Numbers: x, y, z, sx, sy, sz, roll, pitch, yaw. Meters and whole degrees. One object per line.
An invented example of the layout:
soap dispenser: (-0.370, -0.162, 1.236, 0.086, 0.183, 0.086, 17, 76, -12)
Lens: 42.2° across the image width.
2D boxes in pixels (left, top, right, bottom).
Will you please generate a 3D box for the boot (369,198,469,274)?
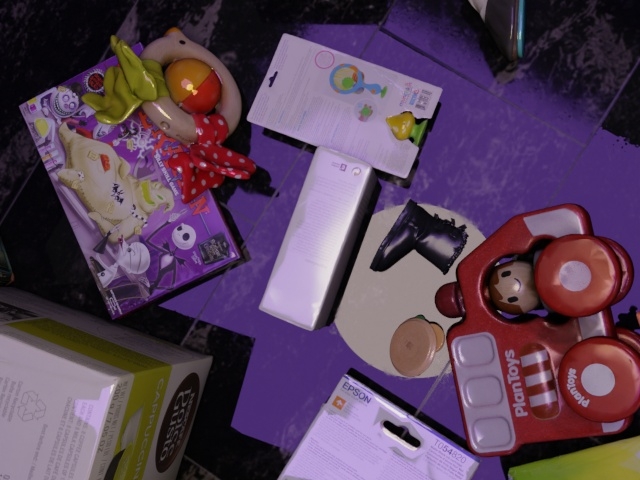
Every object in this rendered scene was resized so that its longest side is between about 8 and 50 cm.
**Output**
boot: (0.137, 0.012, 1.140, 0.099, 0.045, 0.121, 33, 90, 5)

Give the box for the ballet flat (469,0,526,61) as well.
ballet flat: (0.246, -0.375, 1.130, 0.096, 0.095, 0.280, 7, 77, 18)

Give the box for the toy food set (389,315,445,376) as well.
toy food set: (0.127, 0.143, 1.124, 0.083, 0.020, 0.083, 26, 95, 48)

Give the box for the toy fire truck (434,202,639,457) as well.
toy fire truck: (0.277, 0.116, 1.067, 0.254, 0.169, 0.302, -15, 84, 25)

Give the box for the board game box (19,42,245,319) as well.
board game box: (-0.274, -0.085, 1.199, 0.208, 0.056, 0.346, -26, 83, 1)

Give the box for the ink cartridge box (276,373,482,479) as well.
ink cartridge box: (0.068, 0.329, 1.128, 0.223, 0.045, 0.224, 32, 91, 8)

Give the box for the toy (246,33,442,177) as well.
toy: (0.034, -0.182, 1.154, 0.237, 0.056, 0.136, 21, 82, 13)

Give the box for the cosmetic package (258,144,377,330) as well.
cosmetic package: (0.000, 0.000, 1.122, 0.086, 0.117, 0.231, 21, 88, 9)

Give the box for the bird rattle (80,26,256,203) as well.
bird rattle: (-0.177, -0.188, 1.125, 0.253, 0.143, 0.207, 35, 49, -12)

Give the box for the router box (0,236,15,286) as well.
router box: (-0.488, 0.021, 1.181, 0.038, 0.122, 0.092, -21, 85, 1)

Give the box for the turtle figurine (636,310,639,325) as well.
turtle figurine: (0.507, 0.134, 0.997, 0.269, 0.087, 0.217, 46, 53, -1)

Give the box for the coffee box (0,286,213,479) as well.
coffee box: (-0.378, 0.262, 1.043, 0.338, 0.334, 0.337, 17, 89, 11)

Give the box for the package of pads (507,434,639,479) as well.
package of pads: (0.405, 0.362, 1.015, 0.297, 0.101, 0.229, -16, 57, 7)
